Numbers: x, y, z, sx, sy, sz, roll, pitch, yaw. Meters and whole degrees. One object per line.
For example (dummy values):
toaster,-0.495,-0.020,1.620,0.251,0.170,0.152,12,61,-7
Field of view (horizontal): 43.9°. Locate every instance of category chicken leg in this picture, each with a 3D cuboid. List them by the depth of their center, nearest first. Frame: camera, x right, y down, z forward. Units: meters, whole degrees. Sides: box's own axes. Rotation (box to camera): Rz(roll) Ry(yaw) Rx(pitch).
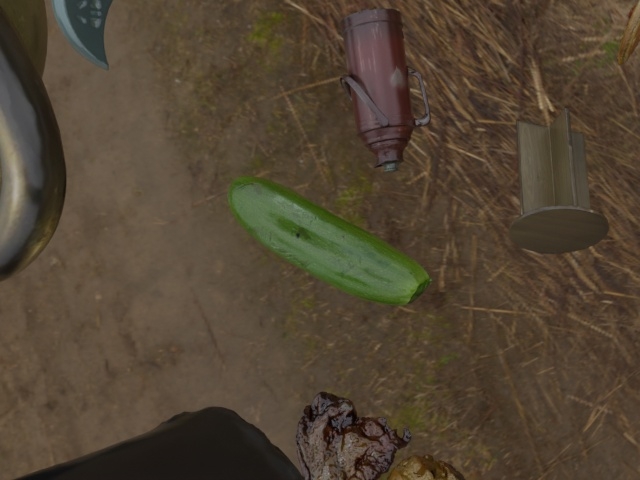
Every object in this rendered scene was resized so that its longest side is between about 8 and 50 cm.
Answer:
chicken leg,0.068,0.367,1.185,0.177,0.083,0.323,-19,57,2

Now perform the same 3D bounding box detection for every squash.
squash,-0.002,0.001,0.980,0.292,0.082,0.082,30,103,20

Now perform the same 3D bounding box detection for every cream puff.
cream puff,0.147,0.340,1.031,0.104,0.119,0.133,-37,94,-15

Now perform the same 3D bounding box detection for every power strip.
power strip,-0.301,-0.394,1.186,0.054,0.167,0.253,24,75,47

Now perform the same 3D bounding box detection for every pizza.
pizza,0.445,-0.301,1.138,0.029,0.100,0.099,32,110,24

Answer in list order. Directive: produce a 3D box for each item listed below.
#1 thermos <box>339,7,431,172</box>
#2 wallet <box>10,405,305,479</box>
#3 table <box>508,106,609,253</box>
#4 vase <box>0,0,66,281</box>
thermos,0.094,-0.216,1.176,0.124,0.099,0.232,-9,86,4
wallet,-0.132,0.185,0.245,0.228,0.406,0.062,39,124,34
table,0.419,-0.113,1.427,0.167,0.167,0.227,-13,58,29
vase,-0.310,-0.088,0.589,0.329,0.240,0.303,27,112,26
